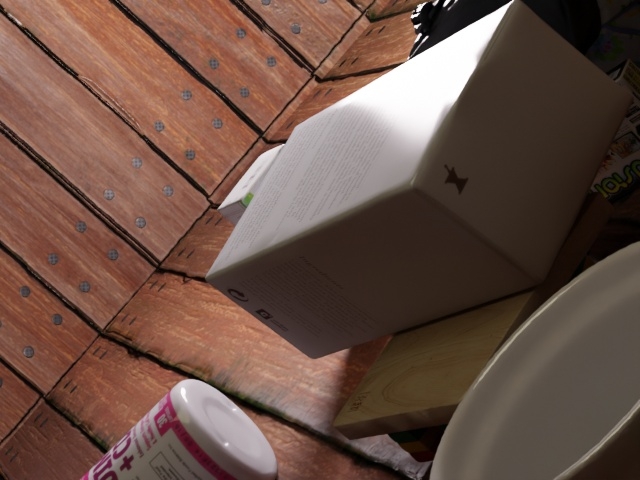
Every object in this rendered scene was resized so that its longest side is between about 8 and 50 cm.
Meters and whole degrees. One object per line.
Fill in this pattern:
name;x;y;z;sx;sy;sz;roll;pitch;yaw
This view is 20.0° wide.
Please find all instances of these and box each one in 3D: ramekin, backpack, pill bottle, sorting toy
ramekin;0.223;0.139;1.332;0.277;0.135;0.277;-44;14;14
backpack;0.304;-0.278;1.948;0.355;0.273;0.290;-51;2;-32
pill bottle;-0.199;0.310;2.108;0.283;0.160;0.160;-45;13;12
sorting toy;0.165;0.097;1.736;0.255;0.089;0.257;-53;14;-24

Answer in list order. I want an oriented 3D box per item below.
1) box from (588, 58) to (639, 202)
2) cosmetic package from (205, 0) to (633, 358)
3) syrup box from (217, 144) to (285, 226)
box;0.278;-0.093;1.874;0.207;0.114;0.036;-34;19;44
cosmetic package;0.085;-0.045;1.815;0.230;0.161;0.453;-60;17;-25
syrup box;0.000;0.000;2.209;0.093;0.237;0.096;-53;13;-19
